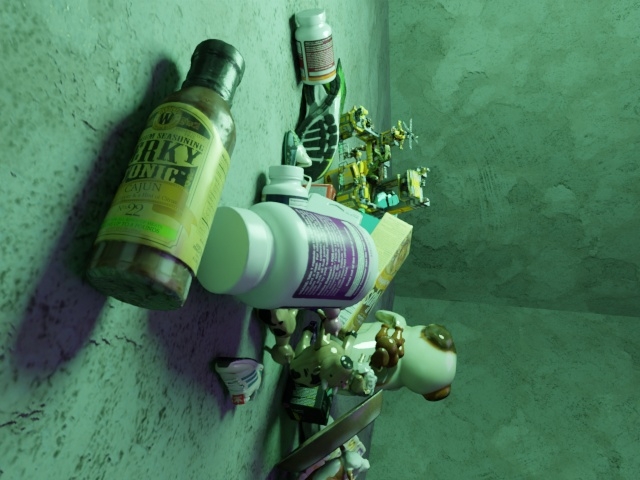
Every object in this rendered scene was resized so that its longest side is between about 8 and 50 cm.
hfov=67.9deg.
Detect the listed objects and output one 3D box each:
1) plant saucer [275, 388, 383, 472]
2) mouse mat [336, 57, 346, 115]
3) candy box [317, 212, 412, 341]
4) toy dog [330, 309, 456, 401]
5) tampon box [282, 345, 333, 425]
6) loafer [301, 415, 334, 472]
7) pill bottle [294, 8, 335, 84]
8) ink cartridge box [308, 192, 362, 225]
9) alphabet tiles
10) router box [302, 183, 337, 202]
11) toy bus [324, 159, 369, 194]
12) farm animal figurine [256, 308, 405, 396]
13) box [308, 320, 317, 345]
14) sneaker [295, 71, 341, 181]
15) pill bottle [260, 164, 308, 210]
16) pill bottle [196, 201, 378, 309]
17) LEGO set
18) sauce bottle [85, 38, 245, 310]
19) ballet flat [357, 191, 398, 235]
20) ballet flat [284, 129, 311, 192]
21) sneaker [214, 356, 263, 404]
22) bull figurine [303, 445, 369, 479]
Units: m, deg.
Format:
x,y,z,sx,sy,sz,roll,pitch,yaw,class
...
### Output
x,y,z,sx,sy,sz,roll,pitch,yaw,class
0.034,0.467,1.147,0.050,0.310,0.310,55,6,16,plant saucer
0.060,-0.472,1.544,0.153,0.007,0.190,64,32,-62,mouse mat
0.121,0.103,1.243,0.316,0.087,0.183,-54,160,-17,candy box
0.211,0.346,1.464,0.395,0.407,0.285,18,73,-82,toy dog
-0.022,0.374,1.231,0.120,0.101,0.161,77,22,-48,tampon box
0.009,0.551,1.372,0.112,0.111,0.320,-54,144,-65,loafer
-0.013,-0.449,1.105,0.086,0.086,0.152,-71,159,-47,pill bottle
0.000,0.000,1.060,0.072,0.127,0.175,-66,179,-51,ink cartridge box
0.021,0.674,1.332,0.284,0.021,0.278,-47,136,-23,alphabet tiles
0.011,0.042,1.321,0.335,0.082,0.301,47,48,-70,router box
0.104,-0.188,1.500,0.332,0.130,0.108,-38,112,-71,toy bus
0.000,0.244,1.036,0.327,0.330,0.172,114,1,-55,farm animal figurine
-0.028,0.277,1.351,0.083,0.018,0.067,-47,138,-68,box
0.006,-0.274,1.188,0.121,0.111,0.300,69,30,-67,sneaker
-0.073,-0.061,0.950,0.094,0.094,0.170,4,89,-75,pill bottle
-0.050,0.028,0.780,0.301,0.169,0.169,11,82,-51,pill bottle
0.175,-0.211,1.267,0.255,0.192,0.332,26,60,-45,LEGO set
-0.165,-0.095,0.566,0.111,0.111,0.345,68,27,-59,sauce bottle
0.125,0.008,1.567,0.400,0.139,0.139,-63,160,-13,ballet flat
-0.050,-0.156,1.077,0.070,0.070,0.189,-2,95,-75,ballet flat
-0.140,0.248,0.834,0.161,0.057,0.075,64,26,-67,sneaker
-0.012,0.634,1.141,0.310,0.101,0.189,-26,128,-31,bull figurine
